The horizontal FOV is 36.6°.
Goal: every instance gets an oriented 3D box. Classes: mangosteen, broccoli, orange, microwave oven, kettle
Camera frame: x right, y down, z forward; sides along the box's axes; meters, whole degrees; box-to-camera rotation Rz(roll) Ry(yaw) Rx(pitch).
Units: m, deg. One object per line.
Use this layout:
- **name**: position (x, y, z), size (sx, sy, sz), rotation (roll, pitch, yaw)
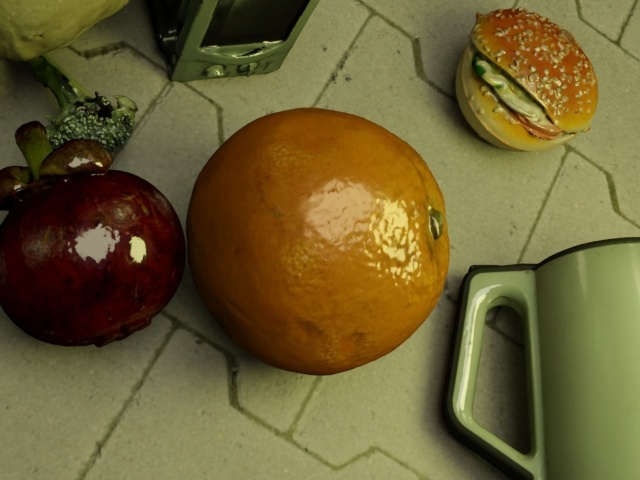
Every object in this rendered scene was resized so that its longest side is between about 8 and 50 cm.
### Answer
- **mangosteen**: position (-0.263, -0.013, 1.053), size (0.215, 0.215, 0.257), rotation (-18, 82, -26)
- **broccoli**: position (-0.312, -0.177, 1.177), size (0.122, 0.118, 0.204), rotation (-37, 68, 1)
- **orange**: position (0.000, 0.000, 1.106), size (0.312, 0.312, 0.312), rotation (7, 68, -18)
- **microwave oven**: position (-0.116, -0.363, 1.201), size (0.181, 0.295, 0.237), rotation (-11, 75, -23)
- **kettle**: position (0.335, 0.206, 1.218), size (0.361, 0.250, 0.377), rotation (-4, 66, 8)

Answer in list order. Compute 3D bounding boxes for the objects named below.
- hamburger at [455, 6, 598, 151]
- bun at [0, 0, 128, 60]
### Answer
- **hamburger**: position (0.300, -0.231, 1.395), size (0.237, 0.147, 0.237), rotation (9, 66, -21)
- **bun**: position (-0.343, -0.338, 1.125), size (0.364, 0.202, 0.364), rotation (-11, 47, 12)
